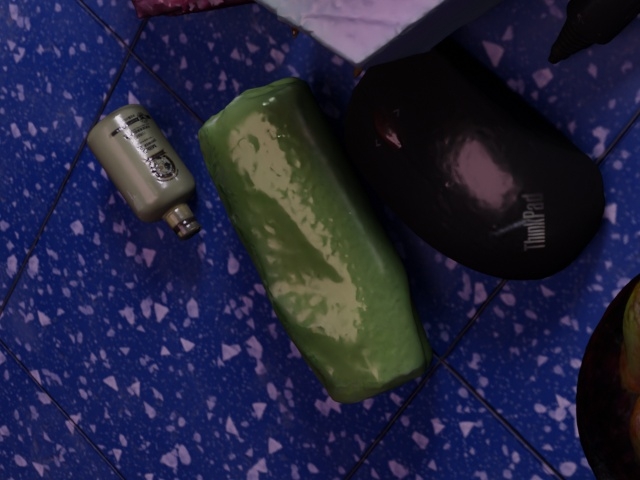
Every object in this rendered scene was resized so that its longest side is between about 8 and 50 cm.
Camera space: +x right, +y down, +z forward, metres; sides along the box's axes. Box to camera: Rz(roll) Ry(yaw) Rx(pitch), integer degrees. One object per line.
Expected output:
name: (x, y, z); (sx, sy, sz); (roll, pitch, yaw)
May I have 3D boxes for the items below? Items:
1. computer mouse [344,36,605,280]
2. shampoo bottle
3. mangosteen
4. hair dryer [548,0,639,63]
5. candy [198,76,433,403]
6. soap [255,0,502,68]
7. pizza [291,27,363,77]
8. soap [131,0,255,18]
computer mouse: (0.135, -0.068, 1.402); (0.269, 0.100, 0.170); (43, 125, 16)
shampoo bottle: (-0.190, -0.070, 1.655); (0.079, 0.079, 0.162); (-41, 80, 39)
mangosteen: (0.340, 0.128, 1.203); (0.288, 0.288, 0.288); (14, 115, 32)
hair dryer: (0.283, -0.270, 1.224); (0.189, 0.107, 0.352); (55, 135, 10)
candy: (0.000, 0.000, 1.515); (0.142, 0.132, 0.343); (-25, 94, 11)
soap: (0.115, -0.365, 1.223); (0.261, 0.156, 0.446); (36, 117, 15)
pizza: (0.048, -0.281, 1.411); (0.181, 0.034, 0.262); (18, 120, 15)
soap: (-0.124, -0.389, 1.456); (0.220, 0.127, 0.325); (-6, 102, 37)
